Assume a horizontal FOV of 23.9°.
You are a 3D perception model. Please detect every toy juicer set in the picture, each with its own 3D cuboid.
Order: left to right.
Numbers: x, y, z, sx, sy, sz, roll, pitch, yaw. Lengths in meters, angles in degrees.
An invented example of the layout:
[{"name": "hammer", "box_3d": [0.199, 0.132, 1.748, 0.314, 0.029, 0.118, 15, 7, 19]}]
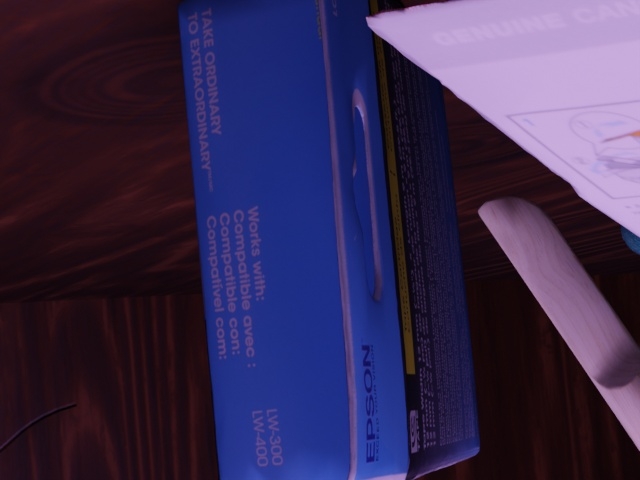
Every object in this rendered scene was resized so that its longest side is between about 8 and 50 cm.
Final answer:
[{"name": "toy juicer set", "box_3d": [0.262, 0.048, 0.797, 0.329, 0.209, 0.089, -12, 171, -3]}]

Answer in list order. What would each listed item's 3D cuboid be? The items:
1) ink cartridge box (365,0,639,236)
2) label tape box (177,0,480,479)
[{"name": "ink cartridge box", "box_3d": [0.253, -0.043, 0.522, 0.308, 0.091, 0.385, -4, 156, 44]}, {"name": "label tape box", "box_3d": [0.000, 0.000, 0.784, 0.115, 0.249, 0.348, -7, 173, 14]}]
